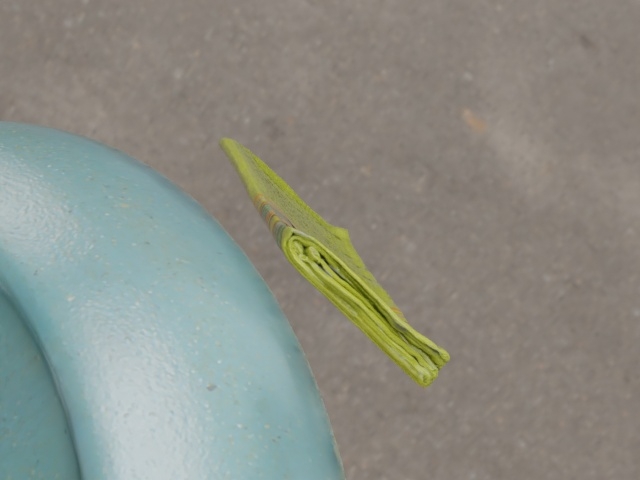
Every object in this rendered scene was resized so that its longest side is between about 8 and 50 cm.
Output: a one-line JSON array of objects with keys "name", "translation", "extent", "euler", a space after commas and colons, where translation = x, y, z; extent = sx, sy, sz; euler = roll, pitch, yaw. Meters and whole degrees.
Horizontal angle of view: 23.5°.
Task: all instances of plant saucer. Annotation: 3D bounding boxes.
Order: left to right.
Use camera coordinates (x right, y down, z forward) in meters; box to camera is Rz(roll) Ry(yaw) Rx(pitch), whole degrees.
[{"name": "plant saucer", "translation": [-0.137, 0.109, 0.365], "extent": [0.044, 0.318, 0.317], "euler": [33, 32, -51]}]

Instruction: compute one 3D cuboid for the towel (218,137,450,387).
[{"name": "towel", "translation": [0.000, 0.000, 0.804], "extent": [0.102, 0.021, 0.237], "euler": [45, 3, -18]}]
